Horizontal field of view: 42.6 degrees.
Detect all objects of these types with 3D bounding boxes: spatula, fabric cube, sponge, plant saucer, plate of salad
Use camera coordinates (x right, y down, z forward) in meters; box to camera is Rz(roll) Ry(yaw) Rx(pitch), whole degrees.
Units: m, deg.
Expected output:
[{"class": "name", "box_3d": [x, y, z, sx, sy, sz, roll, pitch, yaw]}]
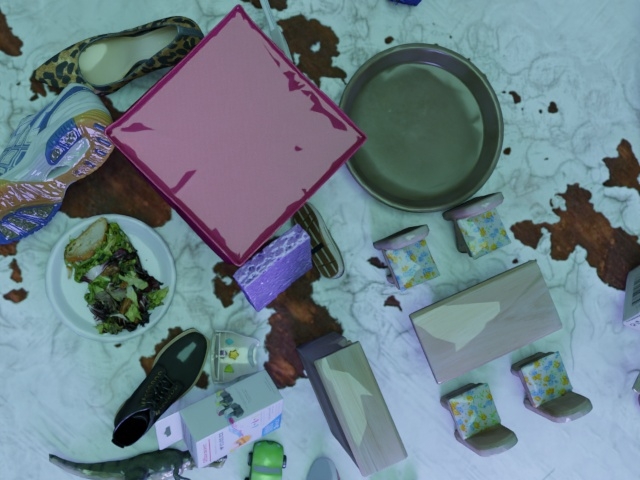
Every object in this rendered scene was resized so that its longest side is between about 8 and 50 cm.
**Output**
[{"class": "spatula", "box_3d": [-0.073, -0.339, 1.252, 0.019, 0.168, 0.242, -20, 87, 6]}, {"class": "fabric cube", "box_3d": [-0.126, -0.136, 1.192, 0.254, 0.258, 0.259, -44, 95, -6]}, {"class": "sponge", "box_3d": [-0.066, 0.045, 1.221, 0.117, 0.210, 0.031, -39, 79, -8]}, {"class": "plant saucer", "box_3d": [0.161, -0.181, 1.340, 0.278, 0.041, 0.277, 0, 88, -7]}, {"class": "plate of salad", "box_3d": [-0.323, 0.058, 1.266, 0.200, 0.048, 0.199, 0, 88, -9]}]

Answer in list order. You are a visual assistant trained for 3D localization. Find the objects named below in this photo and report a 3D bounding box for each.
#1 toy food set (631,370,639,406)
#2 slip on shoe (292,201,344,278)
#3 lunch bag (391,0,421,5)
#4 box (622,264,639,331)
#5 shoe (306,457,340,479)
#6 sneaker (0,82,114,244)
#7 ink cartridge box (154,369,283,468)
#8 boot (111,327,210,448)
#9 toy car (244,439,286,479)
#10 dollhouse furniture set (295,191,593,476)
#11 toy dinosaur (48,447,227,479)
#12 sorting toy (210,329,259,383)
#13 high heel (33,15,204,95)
[{"class": "toy food set", "box_3d": [0.603, 0.269, 1.390, 0.218, 0.071, 0.128, 36, 60, -8]}, {"class": "slip on shoe", "box_3d": [0.000, 0.000, 1.319, 0.051, 0.041, 0.135, -36, 76, 21]}, {"class": "lunch bag", "box_3d": [0.138, -0.428, 1.331, 0.065, 0.067, 0.098, 13, 88, -7]}, {"class": "box", "box_3d": [0.649, 0.130, 1.364, 0.275, 0.094, 0.113, 24, 61, -7]}, {"class": "shoe", "box_3d": [0.026, 0.438, 1.305, 0.081, 0.063, 0.177, 18, 61, -42]}, {"class": "sneaker", "box_3d": [-0.431, -0.113, 1.237, 0.296, 0.112, 0.131, -37, 49, 8]}, {"class": "ink cartridge box", "box_3d": [-0.150, 0.276, 1.232, 0.181, 0.104, 0.061, -23, 59, -21]}, {"class": "boot", "box_3d": [-0.235, 0.225, 1.230, 0.077, 0.137, 0.198, 36, 84, -6]}, {"class": "toy car", "box_3d": [-0.097, 0.429, 1.287, 0.239, 0.053, 0.224, 8, 88, -8]}, {"class": "dollhouse furniture set", "box_3d": [0.184, 0.161, 1.231, 0.394, 0.256, 0.362, -23, 92, -8]}, {"class": "toy dinosaur", "box_3d": [-0.276, 0.376, 1.261, 0.268, 0.064, 0.118, -3, 75, -8]}, {"class": "sorting toy", "box_3d": [-0.133, 0.181, 1.295, 0.075, 0.045, 0.083, 3, 88, -15]}, {"class": "high heel", "box_3d": [-0.302, -0.278, 1.205, 0.261, 0.186, 0.093, -10, 90, -8]}]
